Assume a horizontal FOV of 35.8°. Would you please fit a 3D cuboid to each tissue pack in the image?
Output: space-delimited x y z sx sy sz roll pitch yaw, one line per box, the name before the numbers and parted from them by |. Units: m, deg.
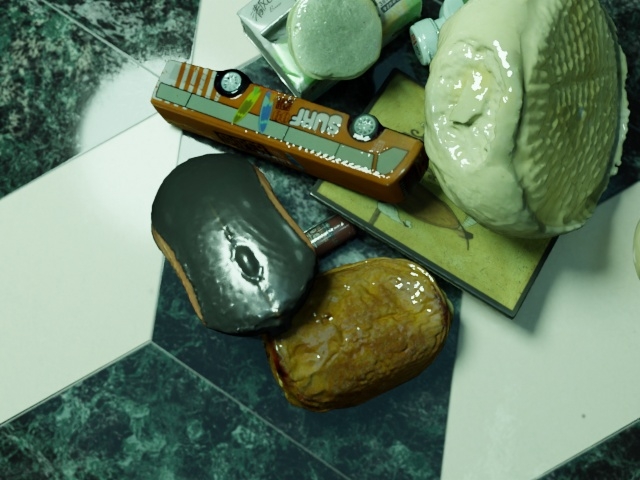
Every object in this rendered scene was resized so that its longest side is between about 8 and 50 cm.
tissue pack | 0.015 -0.333 1.435 0.229 0.145 0.159 -37 85 -2

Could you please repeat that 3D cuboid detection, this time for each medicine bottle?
medicine bottle | 0.248 -0.325 1.459 0.228 0.083 0.121 -21 90 -2

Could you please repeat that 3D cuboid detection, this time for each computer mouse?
computer mouse | -0.129 -0.008 1.362 0.183 0.116 0.323 -33 54 -5

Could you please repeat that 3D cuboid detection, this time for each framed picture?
framed picture | 0.189 -0.075 1.432 0.338 0.014 0.255 32 68 4

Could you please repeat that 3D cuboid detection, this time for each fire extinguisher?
fire extinguisher | 0.000 0.000 1.451 0.158 0.043 0.064 -31 41 -3

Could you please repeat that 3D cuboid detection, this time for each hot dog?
hot dog | 0.050 0.127 1.398 0.272 0.122 0.196 -22 84 -17

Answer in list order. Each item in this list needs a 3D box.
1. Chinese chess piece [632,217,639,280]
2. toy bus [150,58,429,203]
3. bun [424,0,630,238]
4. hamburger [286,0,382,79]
Chinese chess piece | 0.552 0.014 1.327 0.257 0.257 0.104 11 65 3
toy bus | -0.047 -0.159 1.396 0.408 0.093 0.092 21 77 20
bun | 0.261 -0.184 1.342 0.202 0.364 0.364 8 82 40
hamburger | 0.019 -0.284 1.360 0.140 0.062 0.133 2 107 -17
